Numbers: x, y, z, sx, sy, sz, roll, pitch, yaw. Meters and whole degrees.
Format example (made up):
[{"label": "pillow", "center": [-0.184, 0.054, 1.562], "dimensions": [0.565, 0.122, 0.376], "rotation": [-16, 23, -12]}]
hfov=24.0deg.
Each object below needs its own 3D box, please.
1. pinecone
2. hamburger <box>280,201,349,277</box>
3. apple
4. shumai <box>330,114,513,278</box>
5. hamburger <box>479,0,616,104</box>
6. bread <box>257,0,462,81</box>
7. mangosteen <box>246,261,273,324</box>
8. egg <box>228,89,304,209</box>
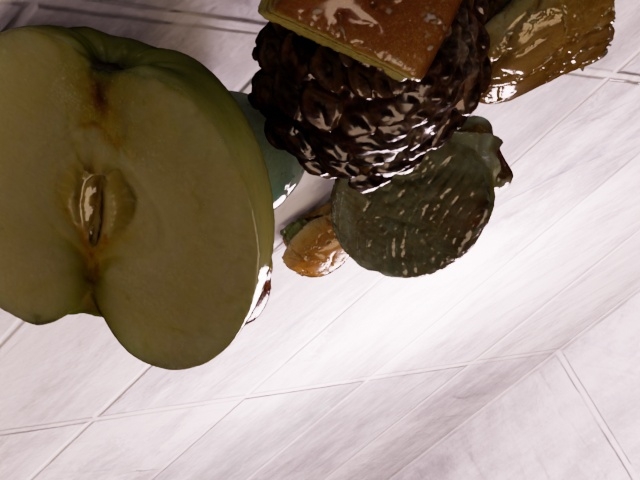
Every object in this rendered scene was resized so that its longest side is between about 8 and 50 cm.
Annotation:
[{"label": "pinecone", "center": [0.053, -0.206, 1.719], "dimensions": [0.298, 0.242, 0.296], "rotation": [-12, 152, -38]}, {"label": "hamburger", "center": [-0.007, 0.003, 2.341], "dimensions": [0.176, 0.087, 0.102], "rotation": [-40, 158, 32]}, {"label": "apple", "center": [-0.218, -0.052, 1.597], "dimensions": [0.320, 0.311, 0.360], "rotation": [-5, 123, -23]}, {"label": "shumai", "center": [0.154, -0.074, 2.287], "dimensions": [0.272, 0.222, 0.203], "rotation": [-11, -162, 14]}, {"label": "hamburger", "center": [0.268, -0.281, 1.986], "dimensions": [0.211, 0.132, 0.309], "rotation": [-28, 161, -10]}, {"label": "bread", "center": [0.065, -0.295, 1.504], "dimensions": [0.184, 0.234, 0.110], "rotation": [24, 176, -20]}, {"label": "mangosteen", "center": [-0.136, 0.049, 2.198], "dimensions": [0.156, 0.145, 0.181], "rotation": [-8, 151, -38]}, {"label": "egg", "center": [-0.130, -0.098, 1.825], "dimensions": [0.237, 0.169, 0.169], "rotation": [-5, 153, -15]}]
